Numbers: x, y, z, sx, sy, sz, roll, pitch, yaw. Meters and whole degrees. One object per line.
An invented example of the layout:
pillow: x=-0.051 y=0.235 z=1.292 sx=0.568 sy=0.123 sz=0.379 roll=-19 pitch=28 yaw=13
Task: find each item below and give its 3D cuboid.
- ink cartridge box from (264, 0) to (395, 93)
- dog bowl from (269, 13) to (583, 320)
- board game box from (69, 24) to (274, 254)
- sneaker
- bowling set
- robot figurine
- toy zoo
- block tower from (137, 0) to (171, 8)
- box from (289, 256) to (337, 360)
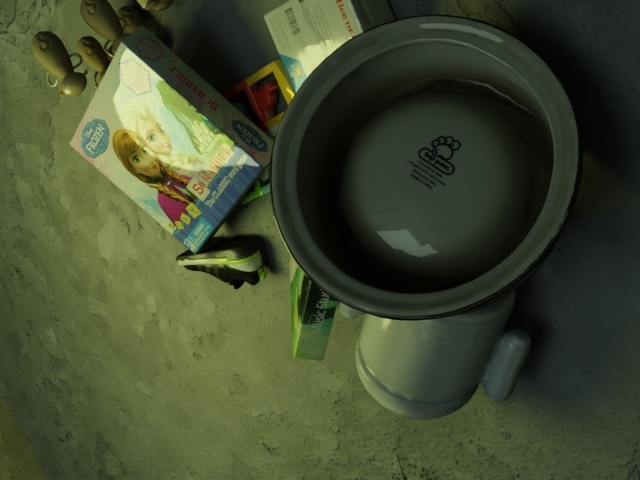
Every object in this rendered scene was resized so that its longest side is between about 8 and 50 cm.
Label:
ink cartridge box: x=0.019 y=-0.317 z=1.690 sx=0.191 sy=0.082 sz=0.139 roll=-17 pitch=98 yaw=49
dog bowl: x=0.146 y=-0.082 z=1.480 sx=0.408 sy=0.150 sz=0.408 roll=-5 pitch=74 yaw=18
board game box: x=-0.267 y=-0.167 z=1.977 sx=0.318 sy=0.066 sz=0.318 roll=41 pitch=139 yaw=-1
sneaker: x=-0.188 y=0.053 z=2.115 sx=0.235 sy=0.084 sz=0.097 roll=-2 pitch=116 yaw=51
bowling set: x=-0.359 y=-0.357 z=2.045 sx=0.154 sy=0.287 sz=0.200 roll=51 pitch=-178 yaw=26
robot figurine: x=0.166 y=0.127 z=1.674 sx=0.300 sy=0.200 sz=0.353 roll=30 pitch=131 yaw=18
toy zoo: x=-0.086 y=-0.189 z=1.914 sx=0.293 sy=0.030 sz=0.192 roll=-23 pitch=92 yaw=51
block tower: x=-0.222 y=-0.535 z=1.811 sx=0.097 sy=0.091 sz=0.335 roll=52 pitch=134 yaw=14
box: x=0.000 y=0.000 z=1.785 sx=0.232 sy=0.058 sz=0.322 roll=-94 pitch=11 yaw=-49
